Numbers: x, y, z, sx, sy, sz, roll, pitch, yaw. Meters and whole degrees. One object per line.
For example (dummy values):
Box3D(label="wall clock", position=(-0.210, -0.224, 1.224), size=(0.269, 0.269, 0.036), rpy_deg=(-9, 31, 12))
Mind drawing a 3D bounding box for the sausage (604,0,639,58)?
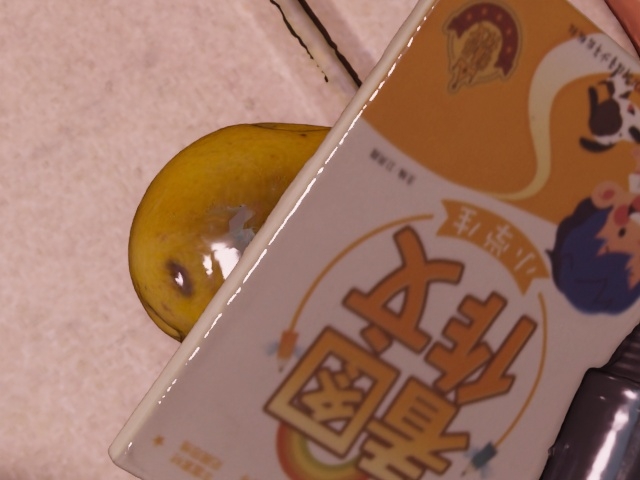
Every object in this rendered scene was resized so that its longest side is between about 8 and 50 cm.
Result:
Box3D(label="sausage", position=(0.193, -0.117, 0.813), size=(0.078, 0.078, 0.304), rpy_deg=(-26, 83, -11))

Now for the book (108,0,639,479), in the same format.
Box3D(label="book", position=(0.063, 0.029, 0.719), size=(0.208, 0.020, 0.295), rpy_deg=(34, 91, -27))

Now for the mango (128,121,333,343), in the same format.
Box3D(label="mango", position=(0.000, 0.000, 0.758), size=(0.195, 0.098, 0.137), rpy_deg=(-15, 77, -14))

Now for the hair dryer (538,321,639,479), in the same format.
Box3D(label="hair dryer", position=(0.122, 0.188, 0.712), size=(0.189, 0.107, 0.352), rpy_deg=(26, 84, -3))
